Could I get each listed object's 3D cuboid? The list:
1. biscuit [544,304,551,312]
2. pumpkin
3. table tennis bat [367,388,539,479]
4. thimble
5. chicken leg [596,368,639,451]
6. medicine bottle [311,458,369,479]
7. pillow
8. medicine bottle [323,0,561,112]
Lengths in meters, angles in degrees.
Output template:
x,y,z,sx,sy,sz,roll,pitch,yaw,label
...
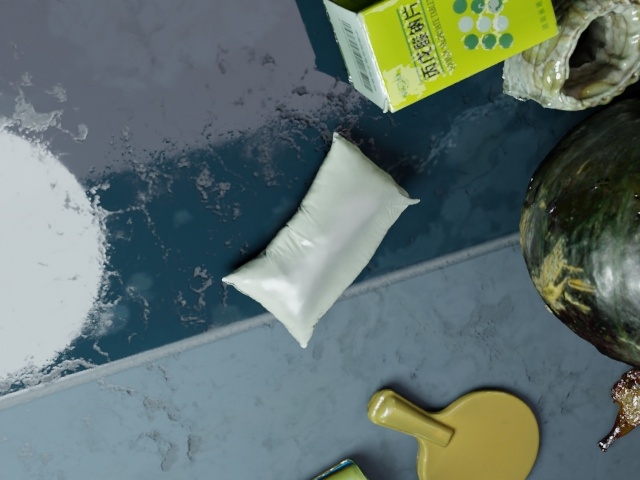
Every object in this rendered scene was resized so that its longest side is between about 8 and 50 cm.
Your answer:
x,y,z,sx,sy,sz,roll,pitch,yaw,label
0.409,0.092,1.699,0.168,0.082,0.070,22,75,-25,biscuit
0.474,-0.032,1.466,0.454,0.454,0.344,-31,113,-7,pumpkin
0.197,0.293,1.713,0.321,0.050,0.198,28,97,-30,table tennis bat
0.326,-0.249,1.502,0.190,0.143,0.137,-44,118,0,thimble
0.475,0.266,1.811,0.062,0.037,0.145,9,107,0,chicken leg
-0.026,0.415,1.638,0.239,0.124,0.124,-26,116,-9,medicine bottle
-0.001,0.000,1.514,0.144,0.078,0.254,36,94,-18,pillow
0.146,-0.276,1.429,0.250,0.141,0.137,-27,119,-9,medicine bottle
